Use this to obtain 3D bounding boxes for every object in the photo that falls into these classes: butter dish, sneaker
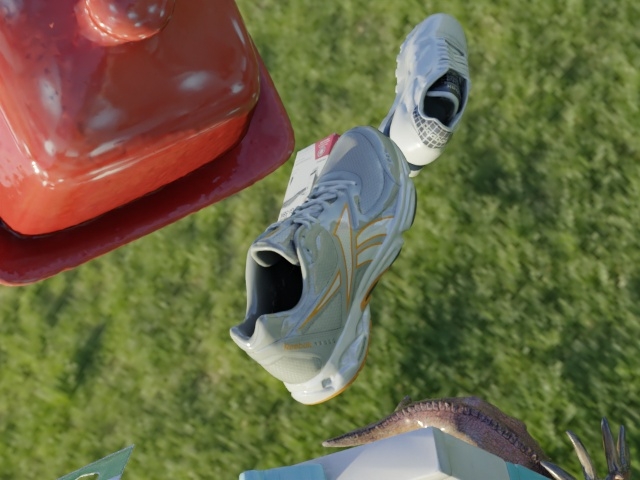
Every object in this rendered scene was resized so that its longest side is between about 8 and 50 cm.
[{"bbox_3d":[-0.090,-0.083,0.562,0.160,0.160,0.118,-26,1,-23],"label":"butter dish"},{"bbox_3d":[0.000,0.000,1.182,0.099,0.121,0.262,-11,54,41],"label":"sneaker"},{"bbox_3d":[0.136,-0.178,1.552,0.095,0.090,0.235,-43,25,49],"label":"sneaker"}]

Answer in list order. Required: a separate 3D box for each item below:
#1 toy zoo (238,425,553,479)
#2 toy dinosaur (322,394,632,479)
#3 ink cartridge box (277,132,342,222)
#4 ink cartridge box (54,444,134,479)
[{"bbox_3d":[0.041,0.179,0.853,0.192,0.293,0.030,-25,57,27],"label":"toy zoo"},{"bbox_3d":[0.163,0.198,1.220,0.127,0.296,0.200,-66,11,-25],"label":"toy dinosaur"},{"bbox_3d":[-0.001,-0.051,1.680,0.099,0.056,0.135,-23,47,58],"label":"ink cartridge box"},{"bbox_3d":[-0.296,0.395,1.677,0.189,0.097,0.255,-28,28,30],"label":"ink cartridge box"}]
